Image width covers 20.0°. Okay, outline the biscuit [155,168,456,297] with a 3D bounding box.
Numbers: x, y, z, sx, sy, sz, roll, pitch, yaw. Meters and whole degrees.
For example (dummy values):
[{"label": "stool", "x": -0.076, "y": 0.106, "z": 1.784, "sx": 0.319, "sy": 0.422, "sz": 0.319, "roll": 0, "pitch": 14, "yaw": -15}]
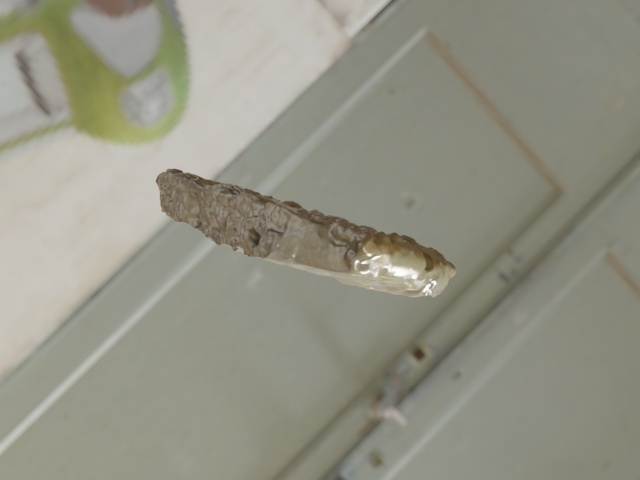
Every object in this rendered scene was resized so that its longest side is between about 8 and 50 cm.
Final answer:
[{"label": "biscuit", "x": -0.001, "y": 0.002, "z": 1.059, "sx": 0.141, "sy": 0.038, "sz": 0.290, "roll": 16, "pitch": -179, "yaw": -22}]
